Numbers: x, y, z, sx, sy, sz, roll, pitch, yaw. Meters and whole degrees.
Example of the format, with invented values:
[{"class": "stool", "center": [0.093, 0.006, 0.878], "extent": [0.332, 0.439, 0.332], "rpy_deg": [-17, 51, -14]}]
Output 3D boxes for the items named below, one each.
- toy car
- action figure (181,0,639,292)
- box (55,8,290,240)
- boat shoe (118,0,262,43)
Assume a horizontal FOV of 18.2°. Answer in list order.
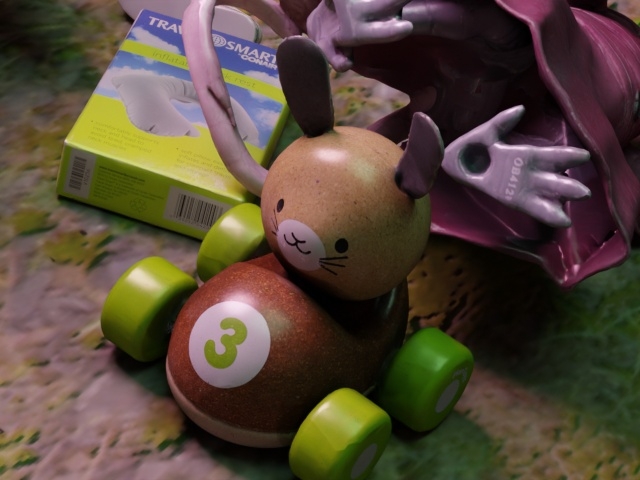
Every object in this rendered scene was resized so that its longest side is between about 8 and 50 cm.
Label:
[{"class": "toy car", "center": [0.000, 0.000, 0.986], "extent": [0.155, 0.188, 0.149], "rpy_deg": [34, 40, 22]}, {"class": "action figure", "center": [0.136, -0.073, 1.180], "extent": [0.276, 0.248, 0.370], "rpy_deg": [-11, 3, 27]}, {"class": "box", "center": [-0.077, -0.074, 1.175], "extent": [0.109, 0.042, 0.178], "rpy_deg": [18, 37, 1]}, {"class": "boat shoe", "center": [-0.083, -0.146, 1.279], "extent": [0.100, 0.035, 0.035], "rpy_deg": [20, 9, 11]}]
